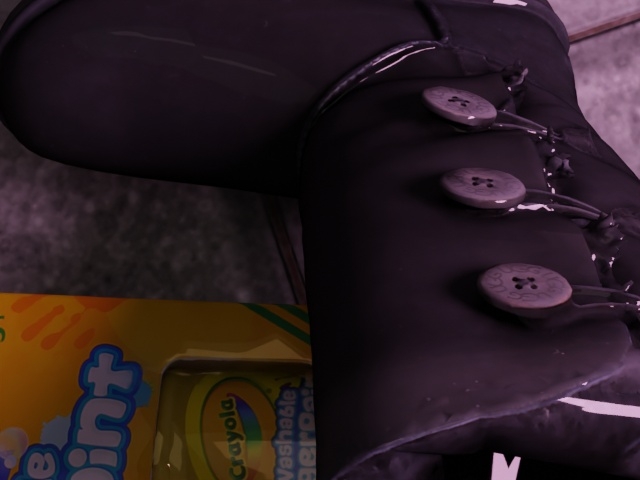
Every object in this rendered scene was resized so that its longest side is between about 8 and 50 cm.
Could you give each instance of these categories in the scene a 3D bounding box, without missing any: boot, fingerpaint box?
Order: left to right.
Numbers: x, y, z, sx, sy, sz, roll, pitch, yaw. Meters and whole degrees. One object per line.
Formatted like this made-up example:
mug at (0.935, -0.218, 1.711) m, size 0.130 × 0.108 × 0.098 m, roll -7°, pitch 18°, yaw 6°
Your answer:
fingerpaint box at (-0.026, 0.262, 0.764) m, size 0.371 × 0.163 × 0.444 m, roll 2°, pitch 71°, yaw 4°
boot at (0.002, 0.000, 0.709) m, size 0.367 × 0.146 × 0.445 m, roll -5°, pitch 37°, yaw -4°
